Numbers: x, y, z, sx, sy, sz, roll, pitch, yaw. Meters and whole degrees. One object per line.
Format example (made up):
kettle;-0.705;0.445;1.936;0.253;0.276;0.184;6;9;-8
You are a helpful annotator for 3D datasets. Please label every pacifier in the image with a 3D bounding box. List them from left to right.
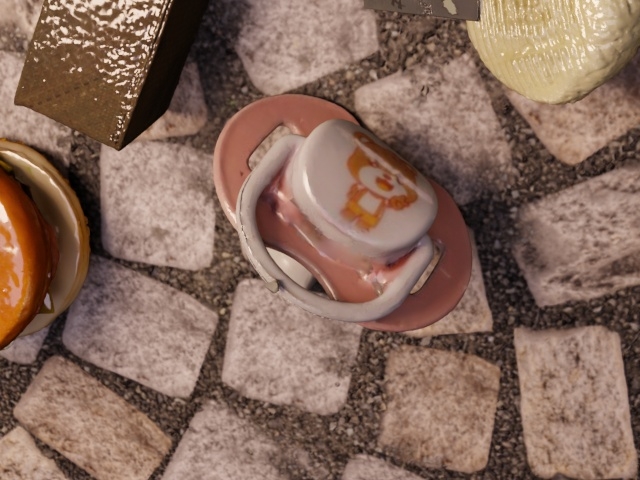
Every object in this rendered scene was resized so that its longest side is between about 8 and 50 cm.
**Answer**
pacifier;0.020;-0.024;1.446;0.332;0.273;0.220;38;89;-2

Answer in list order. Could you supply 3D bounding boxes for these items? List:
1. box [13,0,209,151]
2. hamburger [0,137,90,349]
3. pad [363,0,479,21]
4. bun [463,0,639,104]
box;-0.216;-0.263;1.415;0.143;0.184;0.273;25;116;2
hamburger;-0.433;0.008;1.558;0.291;0.225;0.291;3;105;11
pad;0.100;-0.363;1.349;0.170;0.006;0.246;17;120;42
bun;0.259;-0.260;1.324;0.220;0.134;0.220;23;123;42
